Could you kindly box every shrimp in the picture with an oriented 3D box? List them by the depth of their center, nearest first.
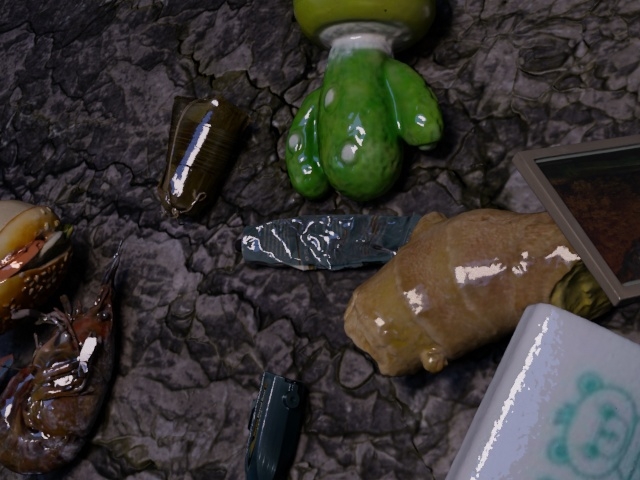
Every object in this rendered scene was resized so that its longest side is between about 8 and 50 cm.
[{"bbox_3d":[-0.345,0.147,1.121,0.145,0.116,0.343,16,72,10],"label":"shrimp"}]

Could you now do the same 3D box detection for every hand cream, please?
[{"bbox_3d":[0.000,0.000,1.031,0.248,0.052,0.075,-3,67,28],"label":"hand cream"}]

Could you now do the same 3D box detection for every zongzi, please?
[{"bbox_3d":[-0.204,-0.124,1.199,0.184,0.084,0.187,20,82,49],"label":"zongzi"}]

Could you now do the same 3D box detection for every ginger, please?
[{"bbox_3d":[0.189,0.040,0.865,0.354,0.126,0.190,-12,52,21],"label":"ginger"}]

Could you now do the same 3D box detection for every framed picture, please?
[{"bbox_3d":[0.329,-0.033,0.784,0.250,0.016,0.184,-9,53,-21],"label":"framed picture"}]

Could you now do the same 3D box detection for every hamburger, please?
[{"bbox_3d":[-0.452,0.047,1.171,0.147,0.237,0.237,35,87,1],"label":"hamburger"}]

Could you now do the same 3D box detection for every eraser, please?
[{"bbox_3d":[0.216,0.224,0.744,0.189,0.104,0.290,26,81,5],"label":"eraser"}]

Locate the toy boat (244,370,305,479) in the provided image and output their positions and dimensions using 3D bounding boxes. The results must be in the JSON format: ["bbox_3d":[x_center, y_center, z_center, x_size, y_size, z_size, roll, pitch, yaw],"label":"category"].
[{"bbox_3d":[-0.058,0.227,0.955,0.060,0.055,0.141,-12,60,51],"label":"toy boat"}]

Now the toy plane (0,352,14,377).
[{"bbox_3d":[-0.524,0.316,1.151,0.223,0.104,0.326,-5,70,29],"label":"toy plane"}]

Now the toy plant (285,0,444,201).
[{"bbox_3d":[0.058,-0.204,1.047,0.224,0.184,0.316,-2,83,34],"label":"toy plant"}]
